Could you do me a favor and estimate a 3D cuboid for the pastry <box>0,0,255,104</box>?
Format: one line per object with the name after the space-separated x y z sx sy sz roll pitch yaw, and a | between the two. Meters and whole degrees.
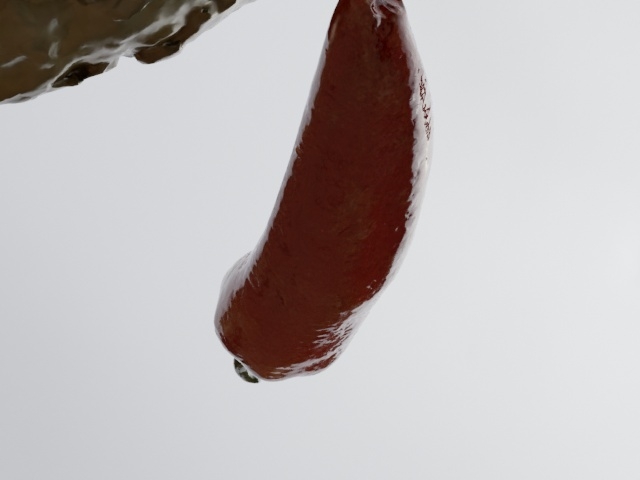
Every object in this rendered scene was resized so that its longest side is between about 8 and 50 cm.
-0.140 -0.157 0.466 0.329 0.330 0.136 1 -56 20 | pastry

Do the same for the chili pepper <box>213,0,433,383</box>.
0.000 0.000 0.468 0.071 0.063 0.272 -12 -30 -25 | chili pepper
